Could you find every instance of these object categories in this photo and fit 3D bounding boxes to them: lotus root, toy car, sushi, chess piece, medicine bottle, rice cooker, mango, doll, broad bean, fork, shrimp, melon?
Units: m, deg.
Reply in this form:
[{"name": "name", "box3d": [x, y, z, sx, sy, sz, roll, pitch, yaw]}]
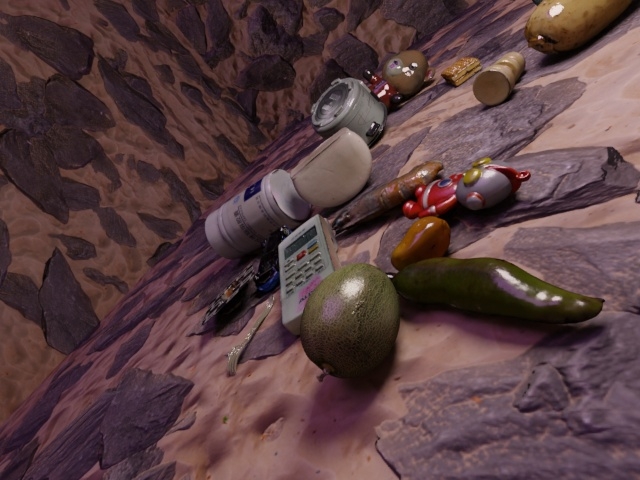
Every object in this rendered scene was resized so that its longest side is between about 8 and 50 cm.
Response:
[{"name": "lotus root", "box3d": [0.619, -0.554, 0.979, 0.284, 0.146, 0.160, -45, 40, 7]}, {"name": "toy car", "box3d": [-0.122, 0.050, 1.136, 0.103, 0.063, 0.216, -32, 37, 33]}, {"name": "sushi", "box3d": [-0.237, 0.154, 1.147, 0.192, 0.040, 0.210, -44, 12, -2]}, {"name": "chess piece", "box3d": [0.468, -0.421, 1.059, 0.170, 0.094, 0.094, -43, 19, -30]}, {"name": "medicine bottle", "box3d": [-0.213, -0.076, 1.371, 0.332, 0.190, 0.190, -27, 24, 32]}, {"name": "rice cooker", "box3d": [0.110, -0.439, 1.510, 0.241, 0.227, 0.280, -56, 35, 2]}, {"name": "mango", "box3d": [0.167, 0.009, 0.690, 0.114, 0.080, 0.060, -37, 34, -12]}, {"name": "doll", "box3d": [0.257, -0.090, 0.749, 0.142, 0.076, 0.245, -48, 17, -28]}, {"name": "broad bean", "box3d": [0.193, 0.059, 0.566, 0.077, 0.061, 0.339, -56, 24, -19]}, {"name": "fork", "box3d": [-0.152, 0.199, 0.929, 0.034, 0.028, 0.220, -28, 24, 39]}, {"name": "shrimp", "box3d": [0.152, -0.103, 0.988, 0.316, 0.062, 0.164, -31, 4, 34]}, {"name": "doll", "box3d": [0.286, -0.615, 1.666, 0.329, 0.174, 0.235, -39, 51, 11]}, {"name": "melon", "box3d": [0.042, 0.118, 0.601, 0.139, 0.139, 0.192, -17, 32, 46]}]

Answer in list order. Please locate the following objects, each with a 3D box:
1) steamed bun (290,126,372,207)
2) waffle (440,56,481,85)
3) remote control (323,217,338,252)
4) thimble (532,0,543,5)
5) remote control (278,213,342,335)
[{"name": "steamed bun", "box3d": [0.041, -0.199, 1.218, 0.241, 0.164, 0.146, -39, 18, 10]}, {"name": "waffle", "box3d": [0.473, -0.571, 1.404, 0.102, 0.042, 0.148, -33, 21, 14]}, {"name": "remote control", "box3d": [0.000, 0.000, 1.086, 0.077, 0.022, 0.245, -39, 21, 10]}, {"name": "thimble", "box3d": [0.692, -0.741, 1.148, 0.234, 0.199, 0.143, -24, 23, 23]}, {"name": "remote control", "box3d": [-0.027, 0.060, 0.925, 0.145, 0.050, 0.344, -38, 25, 11]}]
